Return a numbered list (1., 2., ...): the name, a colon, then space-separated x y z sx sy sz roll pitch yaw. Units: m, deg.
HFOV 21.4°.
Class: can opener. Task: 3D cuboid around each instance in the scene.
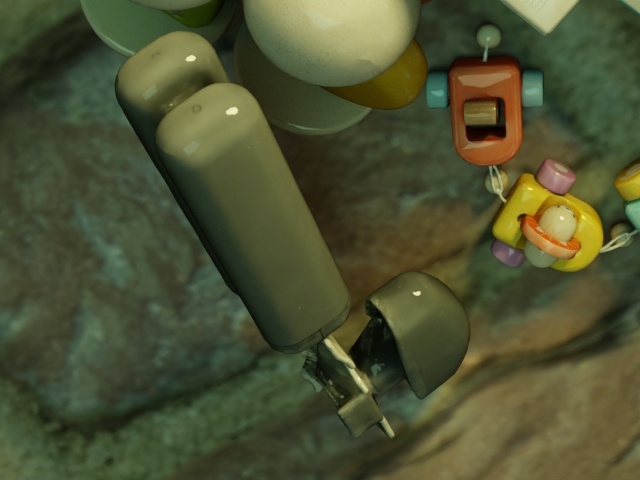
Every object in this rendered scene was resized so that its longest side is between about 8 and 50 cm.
1. can opener: 0.000 0.000 0.786 0.095 0.076 0.283 -34 143 -6

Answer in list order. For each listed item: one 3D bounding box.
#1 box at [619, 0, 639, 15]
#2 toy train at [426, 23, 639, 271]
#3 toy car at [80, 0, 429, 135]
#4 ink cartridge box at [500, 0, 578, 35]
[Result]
1. box: 0.131 -0.175 0.750 0.244 0.060 0.100 34 115 -7
2. toy train: 0.132 -0.037 0.820 0.166 0.046 0.125 4 115 7
3. toy car: -0.023 -0.137 0.759 0.182 0.159 0.136 25 81 -2
4. ink cartridge box: 0.067 -0.170 0.678 0.143 0.090 0.092 39 114 -8
